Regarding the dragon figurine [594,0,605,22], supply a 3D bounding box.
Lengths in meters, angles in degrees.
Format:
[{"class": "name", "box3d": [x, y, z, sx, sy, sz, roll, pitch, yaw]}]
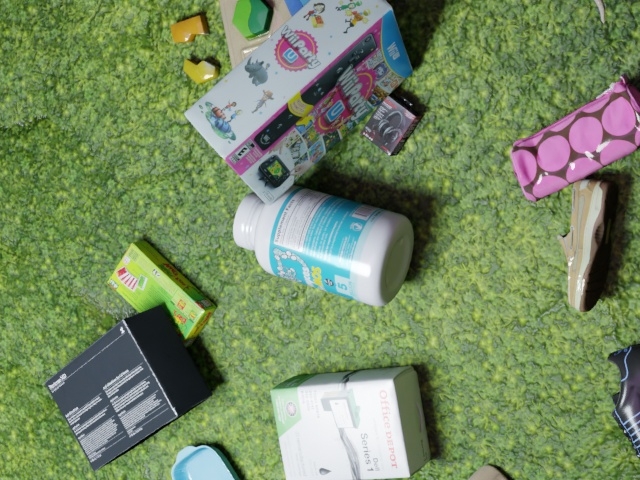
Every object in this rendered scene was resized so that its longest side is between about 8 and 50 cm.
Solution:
[{"class": "dragon figurine", "box3d": [0.274, -0.398, 1.505, 0.289, 0.144, 0.085, 22, 104, 2]}]

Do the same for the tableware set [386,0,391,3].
[{"class": "tableware set", "box3d": [0.044, -0.398, 1.633, 0.154, 0.024, 0.104, 31, 94, 6]}]

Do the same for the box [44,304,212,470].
[{"class": "box", "box3d": [-0.334, 0.255, 1.840, 0.261, 0.103, 0.184, -36, 84, 36]}]

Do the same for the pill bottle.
[{"class": "pill bottle", "box3d": [0.000, 0.000, 1.652, 0.264, 0.146, 0.146, 16, 103, 24]}]

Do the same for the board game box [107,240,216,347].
[{"class": "board game box", "box3d": [-0.275, 0.093, 1.850, 0.181, 0.043, 0.092, 41, 112, 16]}]

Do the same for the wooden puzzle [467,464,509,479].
[{"class": "wooden puzzle", "box3d": [0.261, 0.483, 1.574, 0.238, 0.221, 0.044, 42, 151, 17]}]

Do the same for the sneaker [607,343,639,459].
[{"class": "sneaker", "box3d": [0.461, 0.262, 1.506, 0.090, 0.081, 0.232, -7, 87, 29]}]

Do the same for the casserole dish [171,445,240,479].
[{"class": "casserole dish", "box3d": [-0.180, 0.437, 1.852, 0.114, 0.037, 0.188, -38, 81, 24]}]

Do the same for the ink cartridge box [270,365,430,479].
[{"class": "ink cartridge box", "box3d": [0.048, 0.292, 1.694, 0.219, 0.092, 0.160, -10, 93, 27]}]

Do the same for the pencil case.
[{"class": "pencil case", "box3d": [0.362, -0.140, 1.493, 0.209, 0.095, 0.098, -31, 97, 27]}]

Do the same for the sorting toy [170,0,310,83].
[{"class": "sorting toy", "box3d": [-0.101, -0.317, 1.718, 0.307, 0.041, 0.229, -13, 91, 26]}]

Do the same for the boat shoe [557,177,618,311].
[{"class": "boat shoe", "box3d": [0.373, 0.005, 1.527, 0.072, 0.068, 0.190, 12, 91, 36]}]

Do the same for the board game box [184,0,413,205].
[{"class": "board game box", "box3d": [-0.021, -0.211, 1.529, 0.303, 0.224, 0.097, -43, 71, -1]}]

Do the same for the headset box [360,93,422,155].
[{"class": "headset box", "box3d": [0.111, -0.181, 1.639, 0.062, 0.032, 0.083, 40, 113, 16]}]
